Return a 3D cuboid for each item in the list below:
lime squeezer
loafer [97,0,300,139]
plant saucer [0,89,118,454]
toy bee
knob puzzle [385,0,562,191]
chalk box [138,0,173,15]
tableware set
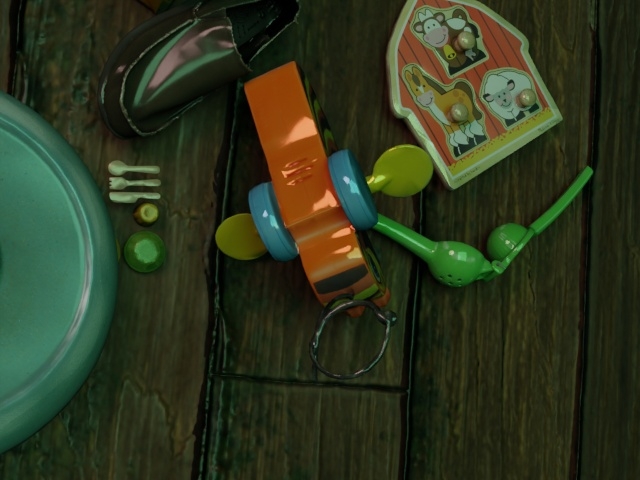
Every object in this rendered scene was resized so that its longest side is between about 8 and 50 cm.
[{"bbox_3d":[0.158,-0.008,0.907,0.310,0.059,0.110,-8,54,-20],"label":"lime squeezer"},{"bbox_3d":[-0.103,-0.170,0.792,0.220,0.078,0.080,-48,135,-19],"label":"loafer"},{"bbox_3d":[-0.295,0.016,0.670,0.317,0.043,0.318,7,77,-32],"label":"plant saucer"},{"bbox_3d":[0.000,0.000,0.797,0.195,0.162,0.299,-2,64,20],"label":"toy bee"},{"bbox_3d":[0.148,-0.173,0.915,0.213,0.030,0.213,5,76,-22],"label":"knob puzzle"},{"bbox_3d":[-0.119,-0.378,0.771,0.180,0.179,0.289,33,74,-14],"label":"chalk box"},{"bbox_3d":[-0.211,-0.017,0.781,0.154,0.024,0.104,-1,87,-21],"label":"tableware set"}]
